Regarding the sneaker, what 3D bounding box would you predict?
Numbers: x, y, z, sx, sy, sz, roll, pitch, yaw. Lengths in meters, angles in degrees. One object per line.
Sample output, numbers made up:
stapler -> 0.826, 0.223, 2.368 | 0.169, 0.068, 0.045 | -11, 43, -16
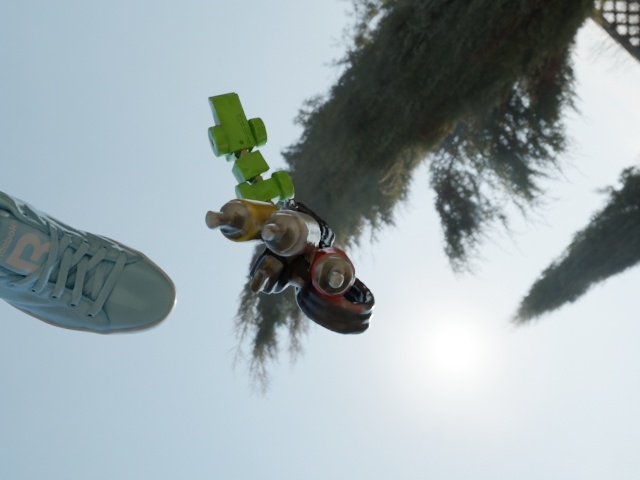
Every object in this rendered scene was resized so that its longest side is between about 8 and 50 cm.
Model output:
sneaker -> -0.342, 0.026, 0.675 | 0.365, 0.150, 0.135 | 22, -99, -18

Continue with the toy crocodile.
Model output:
toy crocodile -> -0.153, -0.158, 1.218 | 0.115, 0.105, 0.341 | -23, -97, -22

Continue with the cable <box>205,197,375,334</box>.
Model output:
cable -> 0.000, 0.000, 0.514 | 0.139, 0.072, 0.287 | 30, -165, 3
